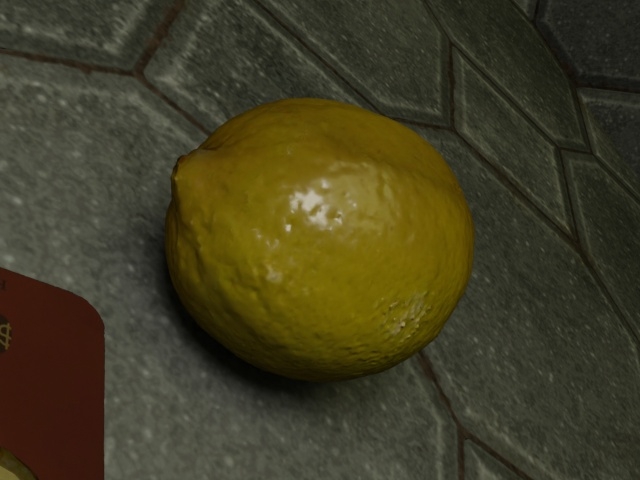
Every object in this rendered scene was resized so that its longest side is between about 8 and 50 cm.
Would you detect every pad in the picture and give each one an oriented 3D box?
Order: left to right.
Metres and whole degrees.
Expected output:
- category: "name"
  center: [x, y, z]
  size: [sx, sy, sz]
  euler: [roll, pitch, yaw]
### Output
- category: "pad"
  center: [-0.246, 0.071, 0.510]
  size: [0.267, 0.004, 0.181]
  euler: [24, 40, -37]

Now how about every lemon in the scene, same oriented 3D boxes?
- category: "lemon"
  center: [0.003, 0.001, 0.694]
  size: [0.263, 0.236, 0.236]
  euler: [-7, 60, -25]

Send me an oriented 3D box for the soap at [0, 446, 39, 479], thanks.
- category: "soap"
  center: [-0.187, 0.215, 0.360]
  size: [0.160, 0.080, 0.257]
  euler: [41, 33, -15]
